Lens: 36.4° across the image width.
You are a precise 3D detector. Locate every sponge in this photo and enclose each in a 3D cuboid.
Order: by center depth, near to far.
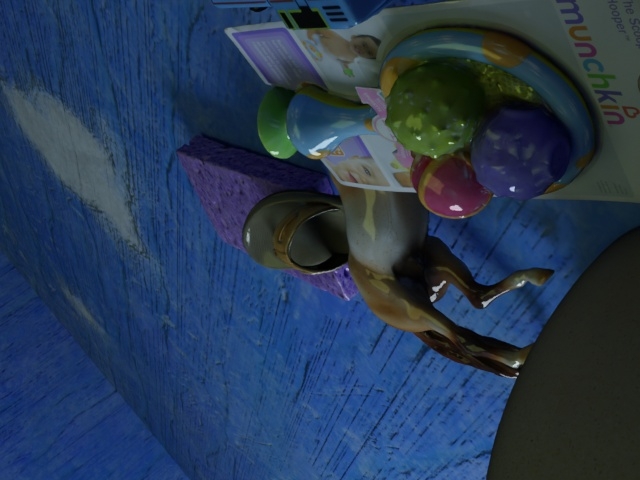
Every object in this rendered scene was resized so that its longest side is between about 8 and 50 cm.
[{"bbox_3d":[-0.048,-0.025,0.883,0.210,0.031,0.117,22,143,49],"label":"sponge"}]

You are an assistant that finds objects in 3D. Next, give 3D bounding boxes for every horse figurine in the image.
[{"bbox_3d":[0.065,-0.010,0.637,0.175,0.066,0.263,6,124,48],"label":"horse figurine"}]

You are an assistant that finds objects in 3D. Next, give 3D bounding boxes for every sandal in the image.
[{"bbox_3d":[0.000,0.000,0.752,0.180,0.049,0.072,-1,126,42],"label":"sandal"}]

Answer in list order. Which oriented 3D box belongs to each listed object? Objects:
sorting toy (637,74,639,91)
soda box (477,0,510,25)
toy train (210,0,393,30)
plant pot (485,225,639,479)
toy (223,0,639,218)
[{"bbox_3d":[0.262,0.000,0.259,0.255,0.089,0.257,55,157,-4],"label":"sorting toy"},{"bbox_3d":[0.043,-0.177,0.464,0.169,0.053,0.060,43,156,24],"label":"soda box"},{"bbox_3d":[-0.029,-0.156,0.465,0.184,0.080,0.105,17,145,55],"label":"toy train"},{"bbox_3d":[0.190,0.155,0.488,0.284,0.191,0.284,42,154,26],"label":"plant pot"},{"bbox_3d":[0.059,-0.051,0.489,0.237,0.056,0.137,10,149,43],"label":"toy"}]
